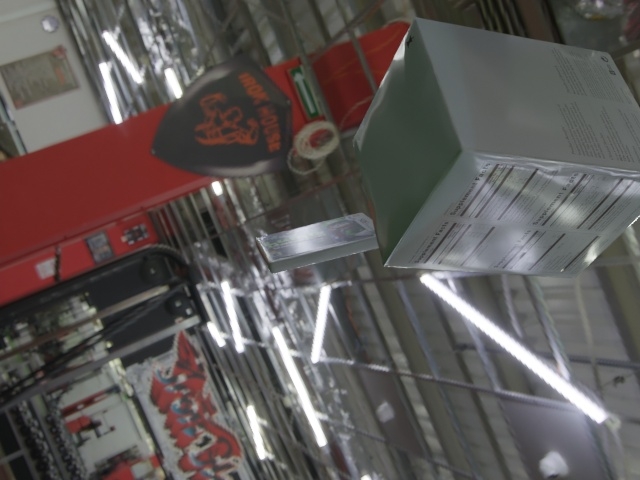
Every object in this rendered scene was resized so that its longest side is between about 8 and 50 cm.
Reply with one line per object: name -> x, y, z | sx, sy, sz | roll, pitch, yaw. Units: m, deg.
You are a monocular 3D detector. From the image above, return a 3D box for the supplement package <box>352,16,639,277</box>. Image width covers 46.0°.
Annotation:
supplement package -> 0.205, -0.096, 0.862 | 0.198, 0.262, 0.199 | 118, -31, -48

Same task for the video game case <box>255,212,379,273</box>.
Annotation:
video game case -> 0.000, 0.000, 1.188 | 0.173, 0.190, 0.022 | -134, -149, -73
